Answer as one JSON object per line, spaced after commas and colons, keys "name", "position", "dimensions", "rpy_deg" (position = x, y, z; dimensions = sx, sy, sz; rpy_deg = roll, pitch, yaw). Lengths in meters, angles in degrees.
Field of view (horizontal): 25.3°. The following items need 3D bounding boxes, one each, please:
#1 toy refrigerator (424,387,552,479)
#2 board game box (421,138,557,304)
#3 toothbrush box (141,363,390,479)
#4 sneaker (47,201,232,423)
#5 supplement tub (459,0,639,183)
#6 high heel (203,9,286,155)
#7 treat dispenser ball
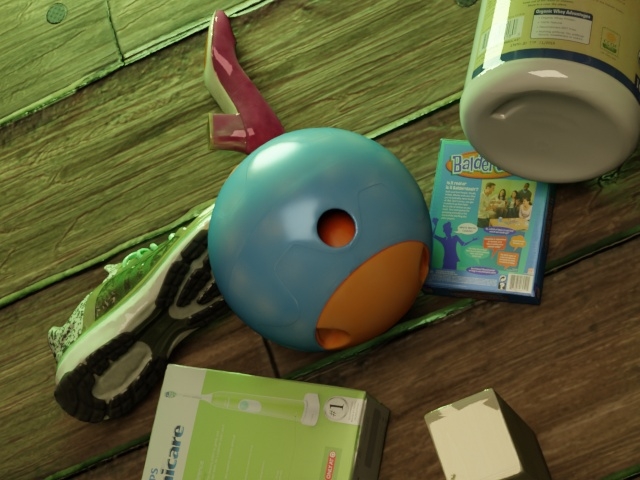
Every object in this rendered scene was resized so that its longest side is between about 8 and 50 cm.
{"name": "toy refrigerator", "position": [0.203, 0.262, 1.677], "dimensions": [0.094, 0.269, 0.102], "rpy_deg": [-23, 67, 11]}
{"name": "board game box", "position": [0.224, -0.027, 1.890], "dimensions": [0.160, 0.047, 0.210], "rpy_deg": [6, 74, 20]}
{"name": "toothbrush box", "position": [-0.074, 0.286, 1.845], "dimensions": [0.283, 0.122, 0.206], "rpy_deg": [5, 74, 19]}
{"name": "sneaker", "position": [-0.236, 0.053, 1.980], "dimensions": [0.410, 0.158, 0.182], "rpy_deg": [-43, 47, -4]}
{"name": "supplement tub", "position": [0.310, -0.257, 1.819], "dimensions": [0.228, 0.228, 0.316], "rpy_deg": [2, 58, 19]}
{"name": "high heel", "position": [-0.108, -0.232, 2.072], "dimensions": [0.117, 0.082, 0.244], "rpy_deg": [1, 56, -10]}
{"name": "treat dispenser ball", "position": [0.000, 0.000, 1.824], "dimensions": [0.288, 0.288, 0.288], "rpy_deg": [-6, 70, 17]}
